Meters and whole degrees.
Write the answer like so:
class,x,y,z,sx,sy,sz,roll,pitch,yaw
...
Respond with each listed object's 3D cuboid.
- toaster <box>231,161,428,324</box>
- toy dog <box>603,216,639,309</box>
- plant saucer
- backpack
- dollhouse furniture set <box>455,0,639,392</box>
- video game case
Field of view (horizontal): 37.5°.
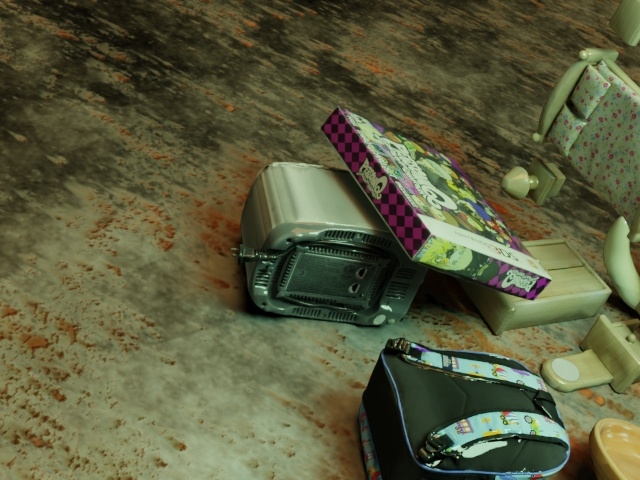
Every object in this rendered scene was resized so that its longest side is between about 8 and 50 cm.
class,x,y,z,sx,sy,sz,roll,pitch,yaw
toaster,0.000,0.000,1.039,0.227,0.129,0.146,8,35,-20
toy dog,0.586,-0.024,1.118,0.395,0.408,0.284,30,37,10
plant saucer,0.344,0.255,0.923,0.200,0.037,0.200,28,19,-10
backpack,0.137,0.180,0.891,0.173,0.117,0.158,6,40,-19
dollhouse furniture set,0.312,-0.050,1.062,0.174,0.355,0.303,-6,46,-30
video game case,0.127,-0.041,1.050,0.210,0.042,0.232,19,28,-40
